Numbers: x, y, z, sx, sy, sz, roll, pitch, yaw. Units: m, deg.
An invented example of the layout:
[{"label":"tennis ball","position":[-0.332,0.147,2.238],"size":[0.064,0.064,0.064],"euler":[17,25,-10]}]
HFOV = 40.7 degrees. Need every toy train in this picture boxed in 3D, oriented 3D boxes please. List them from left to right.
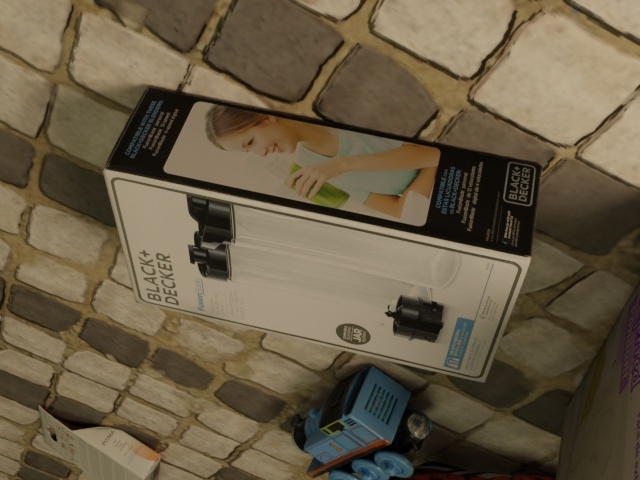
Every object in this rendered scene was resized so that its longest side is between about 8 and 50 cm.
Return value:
[{"label":"toy train","position":[0.037,0.201,0.901],"size":[0.105,0.080,0.184],"euler":[38,143,-9]}]

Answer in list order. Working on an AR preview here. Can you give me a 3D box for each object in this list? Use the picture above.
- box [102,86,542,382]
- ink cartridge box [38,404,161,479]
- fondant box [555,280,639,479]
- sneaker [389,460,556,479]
[{"label":"box","position":[0.000,0.000,0.642],"size":[0.289,0.087,0.169],"euler":[13,143,6]},{"label":"ink cartridge box","position":[-0.307,0.293,1.208],"size":[0.179,0.045,0.145],"euler":[33,146,10]},{"label":"fondant box","position":[0.249,0.161,0.622],"size":[0.096,0.238,0.330],"euler":[15,144,7]},{"label":"sneaker","position":[0.177,0.298,0.953],"size":[0.275,0.098,0.135],"euler":[7,174,-15]}]
